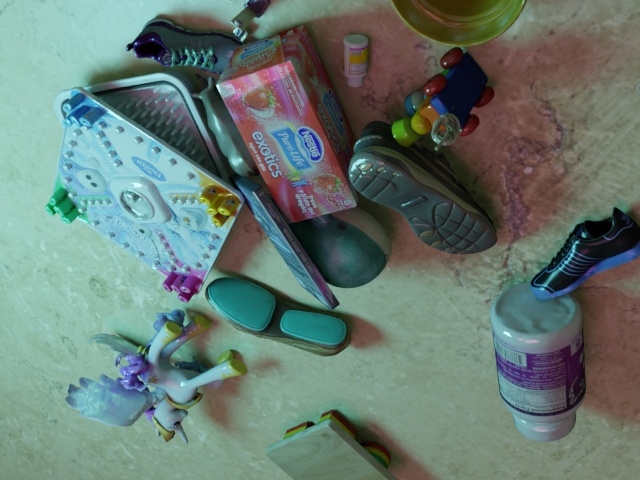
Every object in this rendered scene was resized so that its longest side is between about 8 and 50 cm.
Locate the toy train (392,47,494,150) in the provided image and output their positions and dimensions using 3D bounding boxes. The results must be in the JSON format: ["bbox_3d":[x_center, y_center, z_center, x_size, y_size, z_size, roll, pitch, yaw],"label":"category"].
[{"bbox_3d":[0.170,-0.191,1.381,0.105,0.248,0.143,47,136,-15],"label":"toy train"}]

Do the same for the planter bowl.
[{"bbox_3d":[0.210,-0.406,1.286,0.217,0.090,0.217,14,133,16],"label":"planter bowl"}]

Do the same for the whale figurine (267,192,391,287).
[{"bbox_3d":[0.000,0.000,1.683,0.272,0.141,0.216,22,159,22],"label":"whale figurine"}]

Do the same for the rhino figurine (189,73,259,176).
[{"bbox_3d":[-0.166,-0.214,1.595,0.073,0.106,0.243,-35,77,15],"label":"rhino figurine"}]

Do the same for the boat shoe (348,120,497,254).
[{"bbox_3d":[0.197,-0.095,1.523,0.132,0.130,0.355,-18,140,39],"label":"boat shoe"}]

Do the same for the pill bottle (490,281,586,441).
[{"bbox_3d":[0.423,0.241,1.669,0.169,0.169,0.301,3,129,24],"label":"pill bottle"}]

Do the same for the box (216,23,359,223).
[{"bbox_3d":[-0.042,-0.200,1.521,0.142,0.154,0.300,-14,123,20],"label":"box"}]

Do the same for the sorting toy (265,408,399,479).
[{"bbox_3d":[0.040,0.545,2.167,0.255,0.089,0.257,44,132,-13],"label":"sorting toy"}]

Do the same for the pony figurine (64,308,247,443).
[{"bbox_3d":[-0.398,0.329,2.110,0.351,0.303,0.363,33,119,-14],"label":"pony figurine"}]

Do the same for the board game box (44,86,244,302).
[{"bbox_3d":[-0.377,-0.073,1.765,0.390,0.050,0.390,33,141,0],"label":"board game box"}]

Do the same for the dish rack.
[{"bbox_3d":[-0.346,-0.206,1.742,0.333,0.072,0.285,-4,124,29],"label":"dish rack"}]

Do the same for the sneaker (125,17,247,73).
[{"bbox_3d":[-0.235,-0.331,1.562,0.224,0.098,0.083,16,132,14],"label":"sneaker"}]

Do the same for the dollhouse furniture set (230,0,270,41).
[{"bbox_3d":[-0.166,-0.398,1.484,0.114,0.081,0.091,38,134,-7],"label":"dollhouse furniture set"}]

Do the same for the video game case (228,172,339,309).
[{"bbox_3d":[-0.072,-0.002,1.647,0.274,0.026,0.196,58,170,-20],"label":"video game case"}]

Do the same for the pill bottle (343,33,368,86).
[{"bbox_3d":[0.060,-0.306,1.477,0.043,0.043,0.083,14,132,16],"label":"pill bottle"}]

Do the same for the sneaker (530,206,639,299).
[{"bbox_3d":[0.457,0.022,1.536,0.232,0.081,0.090,-34,105,34],"label":"sneaker"}]

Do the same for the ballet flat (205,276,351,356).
[{"bbox_3d":[-0.095,0.183,1.935,0.342,0.116,0.124,16,152,9],"label":"ballet flat"}]
